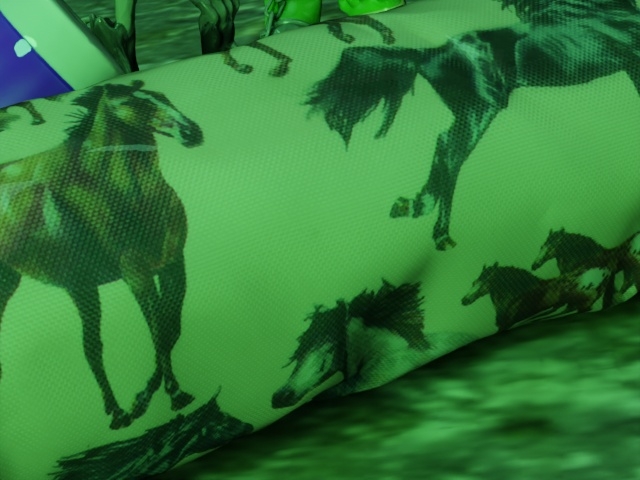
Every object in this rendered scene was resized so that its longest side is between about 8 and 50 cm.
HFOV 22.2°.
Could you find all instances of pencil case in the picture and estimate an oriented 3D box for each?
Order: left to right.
[{"bbox_3d":[0.000,0.000,0.680,0.410,0.183,0.160,-19,54,-25],"label":"pencil case"}]

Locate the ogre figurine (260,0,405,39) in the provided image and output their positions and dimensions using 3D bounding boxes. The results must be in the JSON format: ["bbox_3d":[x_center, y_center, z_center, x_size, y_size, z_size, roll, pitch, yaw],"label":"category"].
[{"bbox_3d":[0.050,-0.062,0.871,0.097,0.197,0.118,-42,21,57],"label":"ogre figurine"}]

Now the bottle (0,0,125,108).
[{"bbox_3d":[-0.211,-0.002,0.720,0.283,0.118,0.092,-41,-19,2],"label":"bottle"}]

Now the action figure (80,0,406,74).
[{"bbox_3d":[-0.078,-0.114,1.014,0.276,0.140,0.164,-4,14,13],"label":"action figure"}]
